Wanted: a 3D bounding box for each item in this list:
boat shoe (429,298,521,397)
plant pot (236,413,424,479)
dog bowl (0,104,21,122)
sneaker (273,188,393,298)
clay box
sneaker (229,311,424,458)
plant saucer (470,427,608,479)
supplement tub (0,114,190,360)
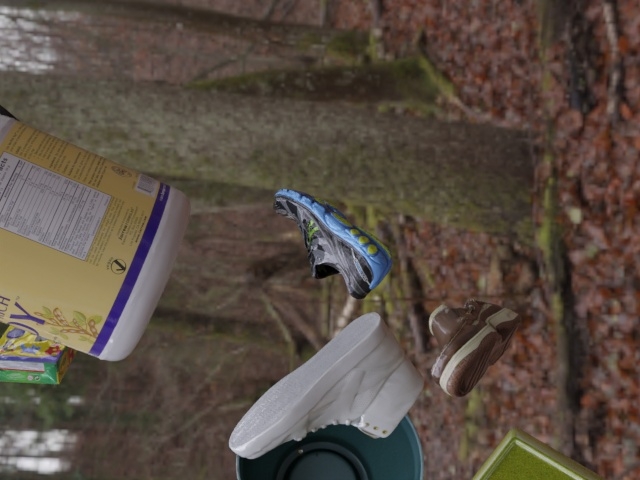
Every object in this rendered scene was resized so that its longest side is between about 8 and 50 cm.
[{"bbox_3d":[0.178,0.129,1.150,0.095,0.095,0.257,-65,-20,14],"label":"boat shoe"},{"bbox_3d":[0.010,0.387,1.477,0.196,0.293,0.293,98,175,-62],"label":"plant pot"},{"bbox_3d":[-0.589,-0.090,1.347,0.408,0.408,0.150,91,-159,-58],"label":"dog bowl"},{"bbox_3d":[0.000,0.000,1.011,0.188,0.067,0.078,40,106,38],"label":"sneaker"},{"bbox_3d":[-0.513,0.180,1.662,0.222,0.128,0.053,-84,-3,-63],"label":"clay box"},{"bbox_3d":[0.021,0.261,1.335,0.169,0.293,0.108,52,180,-22],"label":"sneaker"},{"bbox_3d":[0.287,0.361,1.240,0.188,0.188,0.045,-46,-42,-19],"label":"plant saucer"},{"bbox_3d":[-0.356,-0.011,1.119,0.241,0.331,0.241,-59,16,29],"label":"supplement tub"}]
